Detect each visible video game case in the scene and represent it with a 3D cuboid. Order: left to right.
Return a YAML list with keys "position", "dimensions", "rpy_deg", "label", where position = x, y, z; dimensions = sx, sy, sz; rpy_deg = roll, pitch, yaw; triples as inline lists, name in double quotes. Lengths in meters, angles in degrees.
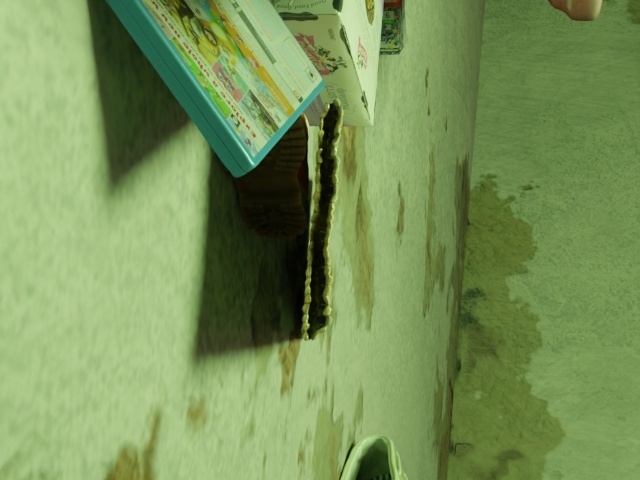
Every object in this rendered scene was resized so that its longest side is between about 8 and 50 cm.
- position: [-0.052, -0.111, 0.532]
  dimensions: [0.119, 0.015, 0.166]
  rpy_deg: [55, 23, -12]
  label: "video game case"

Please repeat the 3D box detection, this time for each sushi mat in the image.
- position: [0.000, 0.000, 0.743]
  dimensions: [0.316, 0.019, 0.151]
  rpy_deg: [97, -3, -85]
  label: "sushi mat"

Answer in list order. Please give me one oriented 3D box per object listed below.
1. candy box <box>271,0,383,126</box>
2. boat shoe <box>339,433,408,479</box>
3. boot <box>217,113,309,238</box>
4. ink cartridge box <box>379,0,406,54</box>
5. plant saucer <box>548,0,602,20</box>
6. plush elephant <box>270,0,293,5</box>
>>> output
- position: [0.007, -0.215, 0.786]
  dimensions: [0.165, 0.070, 0.196]
  rpy_deg: [64, 30, -65]
  label: "candy box"
- position: [0.047, 0.305, 1.024]
  dimensions: [0.302, 0.109, 0.094]
  rpy_deg: [-73, 147, -76]
  label: "boat shoe"
- position: [-0.035, -0.076, 0.669]
  dimensions: [0.158, 0.059, 0.085]
  rpy_deg: [87, 8, -60]
  label: "boot"
- position: [0.090, -0.299, 1.238]
  dimensions: [0.063, 0.029, 0.115]
  rpy_deg: [-63, 152, -62]
  label: "ink cartridge box"
- position: [0.245, -0.390, 0.982]
  dimensions: [0.332, 0.084, 0.332]
  rpy_deg: [1, 90, -76]
  label: "plant saucer"
- position: [0.061, -0.269, 0.527]
  dimensions: [0.272, 0.330, 0.255]
  rpy_deg: [52, 8, 3]
  label: "plush elephant"
